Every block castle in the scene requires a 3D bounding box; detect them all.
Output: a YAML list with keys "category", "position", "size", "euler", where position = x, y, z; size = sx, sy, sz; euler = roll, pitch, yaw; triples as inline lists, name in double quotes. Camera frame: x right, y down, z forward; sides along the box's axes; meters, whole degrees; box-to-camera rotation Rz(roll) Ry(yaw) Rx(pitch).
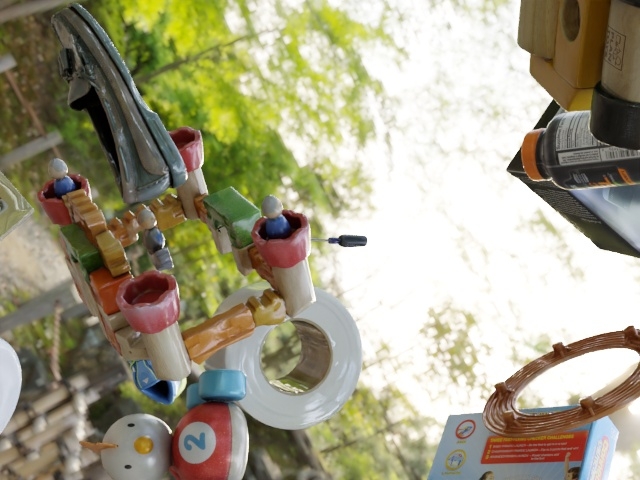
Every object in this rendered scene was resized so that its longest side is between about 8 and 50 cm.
- category: "block castle"
  position: [-0.236, -0.014, 1.547]
  size: [0.453, 0.303, 0.212]
  euler: [40, -31, 49]

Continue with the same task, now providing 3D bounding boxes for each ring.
- category: "ring"
  position: [0.419, 0.224, 1.655]
  size: [0.032, 0.337, 0.336]
  euler: [63, -7, -9]

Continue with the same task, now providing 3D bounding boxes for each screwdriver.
- category: "screwdriver"
  position: [0.000, 0.000, 1.684]
  size: [0.025, 0.170, 0.024]
  euler: [146, -58, -69]

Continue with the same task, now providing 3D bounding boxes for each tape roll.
- category: "tape roll"
  position: [-0.067, 0.194, 1.738]
  size: [0.246, 0.246, 0.169]
  euler: [64, -18, -9]

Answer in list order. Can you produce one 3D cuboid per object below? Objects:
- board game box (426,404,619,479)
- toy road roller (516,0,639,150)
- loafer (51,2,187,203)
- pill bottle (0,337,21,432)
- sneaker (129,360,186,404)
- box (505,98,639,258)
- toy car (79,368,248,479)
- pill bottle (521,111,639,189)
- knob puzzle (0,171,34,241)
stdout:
- category: "board game box"
  position: [0.315, 0.429, 1.668]
  size: [0.308, 0.302, 0.086]
  euler: [-13, -51, 42]
- category: "toy road roller"
  position: [0.369, -0.239, 1.056]
  size: [0.329, 0.241, 0.202]
  euler: [-113, -160, -59]
- category: "loafer"
  position: [-0.260, -0.165, 1.193]
  size: [0.267, 0.084, 0.096]
  euler: [56, -20, 11]
- category: "pill bottle"
  position: [-0.488, 0.130, 1.112]
  size: [0.283, 0.160, 0.160]
  euler: [22, -28, 26]
- category: "sneaker"
  position: [-0.314, 0.195, 1.810]
  size: [0.240, 0.091, 0.126]
  euler: [60, 4, -19]
- category: "box"
  position: [0.589, -0.168, 1.989]
  size: [0.294, 0.296, 0.183]
  euler: [36, -5, -22]
- category: "toy car"
  position: [-0.240, 0.314, 1.502]
  size: [0.210, 0.238, 0.219]
  euler: [133, -42, -65]
- category: "pill bottle"
  position: [0.452, -0.150, 1.618]
  size: [0.246, 0.130, 0.130]
  euler: [-3, -60, 41]
- category: "knob puzzle"
  position: [-0.503, -0.032, 1.324]
  size: [0.213, 0.213, 0.030]
  euler: [61, -9, 19]
